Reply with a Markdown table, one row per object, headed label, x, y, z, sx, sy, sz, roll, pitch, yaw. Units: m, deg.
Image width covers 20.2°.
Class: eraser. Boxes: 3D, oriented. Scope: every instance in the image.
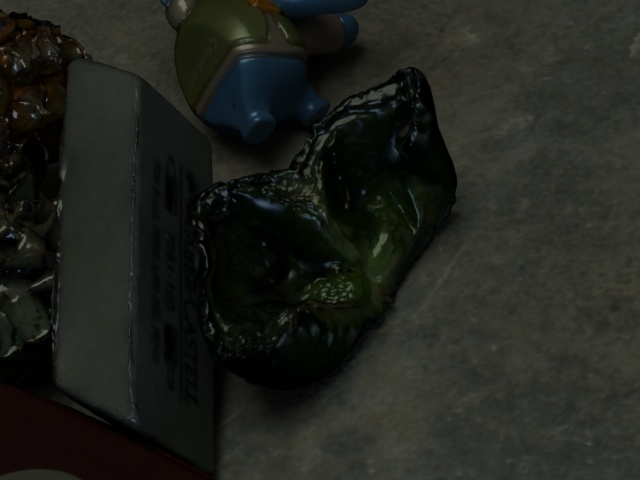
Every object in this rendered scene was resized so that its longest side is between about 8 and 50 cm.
| label | x | y | z | sx | sy | sz | roll | pitch | yaw |
| --- | --- | --- | --- | --- | --- | --- | --- | --- | --- |
| eraser | -0.138 | 0.011 | 1.357 | 0.077 | 0.111 | 0.353 | -21 | 52 | 25 |

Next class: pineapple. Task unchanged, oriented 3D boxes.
| label | x | y | z | sx | sy | sz | roll | pitch | yaw |
| --- | --- | --- | --- | --- | --- | --- | --- | --- | --- |
| pineapple | -0.272 | -0.010 | 1.431 | 0.262 | 0.262 | 0.272 | -21 | 66 | -1 |

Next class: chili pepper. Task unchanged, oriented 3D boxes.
| label | x | y | z | sx | sy | sz | roll | pitch | yaw |
| --- | --- | --- | --- | --- | --- | --- | --- | --- | --- |
| chili pepper | -0.007 | 0.001 | 1.350 | 0.116 | 0.148 | 0.264 | 16 | 58 | 40 |

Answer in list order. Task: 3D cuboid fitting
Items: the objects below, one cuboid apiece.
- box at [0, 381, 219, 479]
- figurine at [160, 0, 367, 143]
| label | x | y | z | sx | sy | sz | roll | pitch | yaw |
| --- | --- | --- | --- | --- | --- | --- | --- | --- | --- |
| box | -0.190 | 0.237 | 1.194 | 0.403 | 0.108 | 0.263 | 20 | 56 | 34 |
| figurine | -0.054 | -0.196 | 1.575 | 0.180 | 0.154 | 0.262 | -19 | 60 | -12 |
